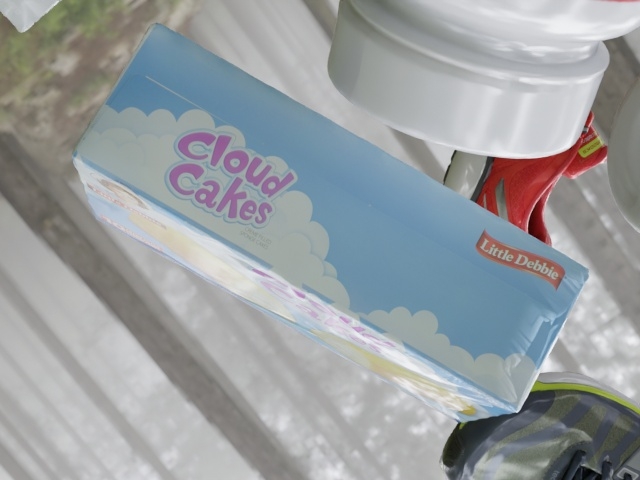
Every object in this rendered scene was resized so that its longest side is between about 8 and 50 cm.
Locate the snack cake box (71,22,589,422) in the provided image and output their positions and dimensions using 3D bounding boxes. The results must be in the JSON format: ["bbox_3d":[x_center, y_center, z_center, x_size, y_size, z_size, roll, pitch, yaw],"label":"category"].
[{"bbox_3d":[0.000,0.000,0.700,0.089,0.264,0.152,-60,179,-11],"label":"snack cake box"}]

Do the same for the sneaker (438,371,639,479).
[{"bbox_3d":[0.224,0.178,0.854,0.121,0.300,0.111,-112,-140,-62],"label":"sneaker"}]

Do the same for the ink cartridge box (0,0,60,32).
[{"bbox_3d":[-0.142,-0.220,0.666,0.179,0.145,0.045,-32,-162,28],"label":"ink cartridge box"}]

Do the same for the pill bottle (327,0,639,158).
[{"bbox_3d":[0.102,-0.191,0.569,0.161,0.161,0.283,-64,170,-61],"label":"pill bottle"}]

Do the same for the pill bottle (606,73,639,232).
[{"bbox_3d":[0.366,-0.051,0.943,0.152,0.272,0.152,-24,-119,54],"label":"pill bottle"}]

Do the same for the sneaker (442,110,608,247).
[{"bbox_3d":[0.189,-0.105,1.022,0.107,0.118,0.279,-29,137,-61],"label":"sneaker"}]
